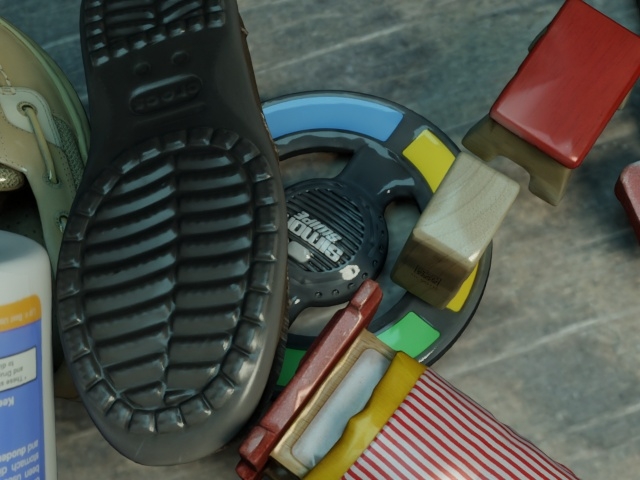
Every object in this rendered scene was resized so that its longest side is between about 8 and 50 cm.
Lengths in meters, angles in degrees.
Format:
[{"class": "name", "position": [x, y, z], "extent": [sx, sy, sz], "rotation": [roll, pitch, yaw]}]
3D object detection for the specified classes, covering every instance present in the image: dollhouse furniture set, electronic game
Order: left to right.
[{"class": "electronic game", "position": [0.000, 0.000, 0.919], "extent": [0.229, 0.048, 0.229], "rotation": [-2, 66, 4]}, {"class": "dollhouse furniture set", "position": [0.132, 0.040, 0.801], "extent": [0.201, 0.152, 0.374], "rotation": [34, 74, 5]}]

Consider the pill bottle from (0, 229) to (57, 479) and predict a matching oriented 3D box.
[{"class": "pill bottle", "position": [-0.223, 0.137, 0.767], "extent": [0.152, 0.152, 0.272], "rotation": [2, 101, 7]}]

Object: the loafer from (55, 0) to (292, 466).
[{"class": "loafer", "position": [-0.072, -0.022, 0.841], "extent": [0.134, 0.130, 0.366], "rotation": [-10, 55, 10]}]

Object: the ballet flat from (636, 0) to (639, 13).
[{"class": "ballet flat", "position": [0.249, -0.132, 0.966], "extent": [0.057, 0.049, 0.173], "rotation": [10, 69, -20]}]

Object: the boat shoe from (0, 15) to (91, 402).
[{"class": "boat shoe", "position": [-0.215, -0.043, 0.905], "extent": [0.121, 0.110, 0.341], "rotation": [-44, 67, 17]}]
